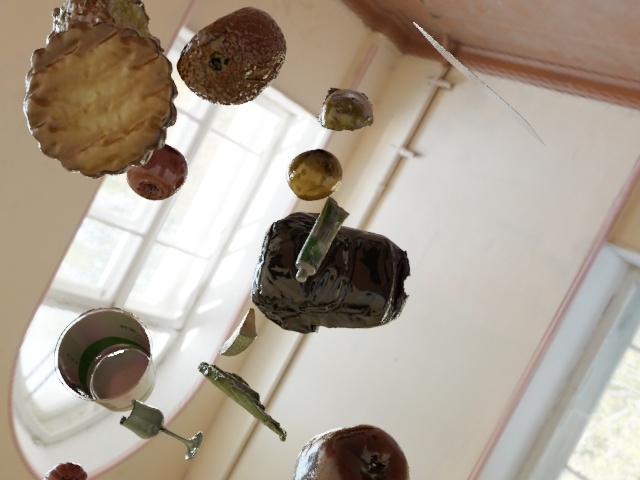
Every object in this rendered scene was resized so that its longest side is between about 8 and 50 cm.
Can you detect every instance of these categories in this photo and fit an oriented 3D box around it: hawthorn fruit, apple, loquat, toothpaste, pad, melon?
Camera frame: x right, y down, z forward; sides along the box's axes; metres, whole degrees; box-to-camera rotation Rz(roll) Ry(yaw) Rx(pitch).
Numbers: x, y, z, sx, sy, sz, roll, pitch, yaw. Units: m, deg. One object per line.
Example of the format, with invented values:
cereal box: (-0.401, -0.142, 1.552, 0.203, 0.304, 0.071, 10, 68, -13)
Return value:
hawthorn fruit: (0.088, 0.562, 1.634, 0.267, 0.301, 0.268, 19, -130, -24)
apple: (-0.398, -0.164, 1.659, 0.153, 0.120, 0.153, 0, 149, 0)
loquat: (-0.016, -0.172, 1.815, 0.137, 0.163, 0.163, 62, 176, -9)
toothpaste: (0.000, 0.000, 1.676, 0.078, 0.248, 0.047, 39, 146, -18)
pad: (0.366, -0.380, 1.537, 0.375, 0.063, 0.315, 49, -163, 24)
melon: (-0.228, 0.267, 1.842, 0.054, 0.182, 0.098, 23, -142, -21)

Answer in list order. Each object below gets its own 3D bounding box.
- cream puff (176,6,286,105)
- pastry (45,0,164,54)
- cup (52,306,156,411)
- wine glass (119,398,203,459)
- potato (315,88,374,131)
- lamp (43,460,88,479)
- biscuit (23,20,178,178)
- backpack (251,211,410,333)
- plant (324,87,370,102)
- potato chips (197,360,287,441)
cream puff: (-0.215, -0.469, 1.804, 0.212, 0.303, 0.303, 53, 180, -5)
pastry: (-0.604, -0.499, 1.914, 0.292, 0.337, 0.405, 16, -134, -61)
cup: (-0.564, 0.343, 1.879, 0.253, 0.253, 0.274, 28, 156, 10)
wine glass: (-0.387, 0.458, 1.672, 0.195, 0.079, 0.079, 35, 179, -20)
potato: (0.065, -0.361, 1.850, 0.164, 0.081, 0.200, 2, -154, 3)
lamp: (-0.609, 0.584, 1.646, 0.107, 0.108, 0.092, 27, 155, -25)
biscuit: (-0.443, -0.287, 1.415, 0.325, 0.326, 0.107, 28, 180, 8)
backpack: (0.040, 0.104, 2.004, 0.445, 0.364, 0.255, 10, 166, 10)
plant: (0.083, -0.417, 2.126, 0.143, 0.095, 0.092, 18, 158, 4)
potato chips: (-0.264, 0.529, 2.347, 0.358, 0.070, 0.429, 29, 164, 51)
